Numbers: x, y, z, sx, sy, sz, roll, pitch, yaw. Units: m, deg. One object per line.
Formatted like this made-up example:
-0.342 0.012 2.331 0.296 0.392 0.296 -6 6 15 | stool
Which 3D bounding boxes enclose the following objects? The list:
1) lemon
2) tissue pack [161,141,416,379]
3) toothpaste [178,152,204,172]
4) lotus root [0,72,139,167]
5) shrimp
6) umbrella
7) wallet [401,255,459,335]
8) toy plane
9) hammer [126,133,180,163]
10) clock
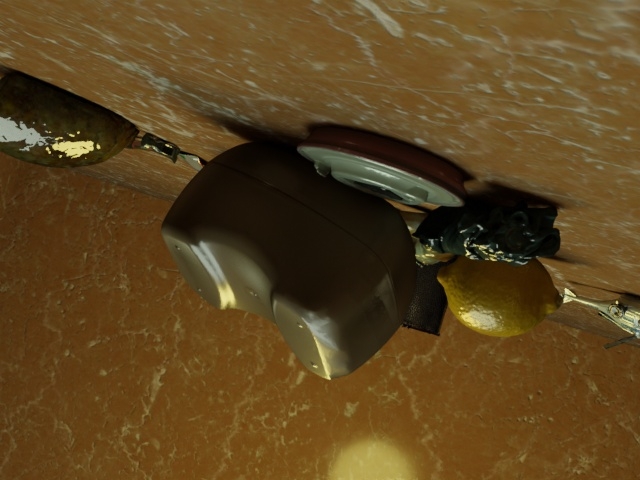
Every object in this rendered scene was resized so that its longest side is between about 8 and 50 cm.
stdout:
0.348 0.096 1.630 0.244 0.187 0.187 11 175 7 | lemon
-0.035 0.011 1.334 0.387 0.277 0.267 28 156 30 | tissue pack
-0.255 -0.149 1.986 0.075 0.048 0.301 47 -176 28 | toothpaste
-0.514 -0.210 1.623 0.210 0.142 0.314 12 174 45 | lotus root
0.176 -0.010 1.609 0.287 0.068 0.185 14 163 -38 | shrimp
0.232 -0.016 1.260 0.143 0.094 0.349 12 179 -8 | umbrella
0.184 0.077 1.860 0.262 0.221 0.071 19 -179 -21 | wallet
0.654 0.146 1.848 0.182 0.107 0.273 -24 -147 -16 | toy plane
-0.418 -0.217 1.873 0.111 0.033 0.287 23 174 -43 | hammer
0.084 -0.093 1.151 0.244 0.056 0.244 17 176 1 | clock
